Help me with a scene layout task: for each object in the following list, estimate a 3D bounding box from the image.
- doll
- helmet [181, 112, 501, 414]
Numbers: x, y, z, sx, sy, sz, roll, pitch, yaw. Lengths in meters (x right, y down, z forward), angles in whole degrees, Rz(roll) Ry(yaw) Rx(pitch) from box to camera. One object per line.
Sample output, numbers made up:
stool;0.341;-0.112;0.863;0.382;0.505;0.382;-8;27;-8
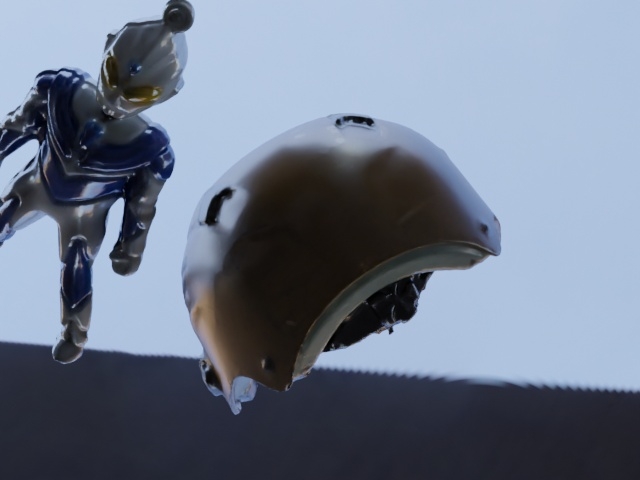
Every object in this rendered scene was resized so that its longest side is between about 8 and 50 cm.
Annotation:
doll;-0.131;-0.043;1.065;0.114;0.057;0.227;34;-64;6
helmet;0.000;0.000;1.151;0.198;0.224;0.130;-29;-90;-8
